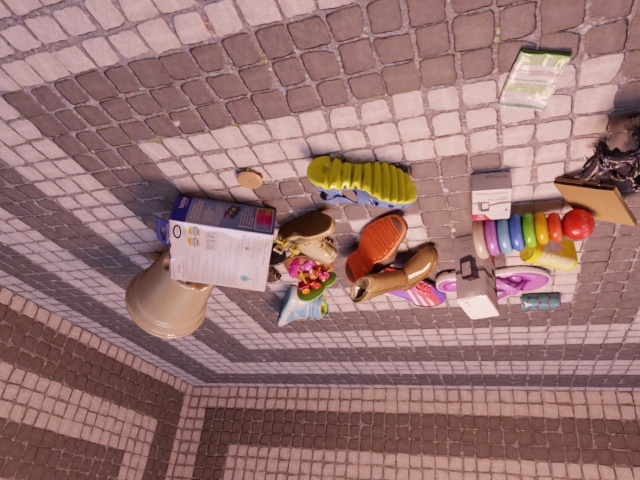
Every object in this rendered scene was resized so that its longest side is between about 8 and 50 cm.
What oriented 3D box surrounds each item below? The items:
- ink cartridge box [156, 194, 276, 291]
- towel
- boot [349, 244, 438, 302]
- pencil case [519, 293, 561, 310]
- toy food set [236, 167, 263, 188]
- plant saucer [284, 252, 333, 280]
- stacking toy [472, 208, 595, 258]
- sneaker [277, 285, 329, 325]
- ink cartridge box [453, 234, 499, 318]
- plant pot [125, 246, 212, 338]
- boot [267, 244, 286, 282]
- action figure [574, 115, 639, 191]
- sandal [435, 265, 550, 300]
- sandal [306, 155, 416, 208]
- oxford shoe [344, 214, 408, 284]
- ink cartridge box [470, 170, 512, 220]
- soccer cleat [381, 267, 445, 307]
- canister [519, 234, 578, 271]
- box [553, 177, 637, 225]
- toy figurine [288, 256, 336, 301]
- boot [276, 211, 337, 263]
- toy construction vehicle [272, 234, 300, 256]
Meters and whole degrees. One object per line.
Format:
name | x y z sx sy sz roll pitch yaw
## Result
ink cartridge box | -0.360 0.007 1.642 0.394 0.151 0.270 7 129 -8
towel | 0.472 -0.351 1.083 0.113 0.023 0.152 5 149 2
boot | 0.261 0.121 1.698 0.269 0.089 0.236 -6 139 -38
pencil case | 0.884 0.249 1.960 0.151 0.065 0.070 -5 131 20
toy food set | -0.215 -0.187 1.495 0.083 0.020 0.082 31 141 -34
plant saucer | -0.047 0.115 1.948 0.199 0.037 0.200 5 150 3
stacking toy | 0.633 -0.032 1.459 0.329 0.141 0.141 -9 146 27
sneaker | -0.079 0.329 2.226 0.208 0.127 0.319 14 149 -10
ink cartridge box | 0.529 0.124 1.654 0.100 0.238 0.172 -13 144 30
plant pot | -0.551 0.165 1.904 0.333 0.334 0.305 22 135 -23
boot | -0.213 0.103 1.932 0.262 0.091 0.229 -3 153 24
action figure | 0.723 -0.202 1.176 0.275 0.141 0.164 6 155 -31
sandal | 0.653 0.184 1.860 0.415 0.102 0.169 -4 148 17
sandal | 0.117 -0.153 1.404 0.316 0.126 0.138 14 153 5
oxford shoe | 0.213 0.023 1.701 0.132 0.130 0.364 -12 155 -33
ink cartridge box | 0.492 -0.126 1.414 0.109 0.063 0.151 -3 148 16
soccer cleat | 0.360 0.180 1.917 0.317 0.109 0.116 15 144 -10
canister | 0.727 0.025 1.562 0.169 0.126 0.073 14 149 -15
box | 0.765 -0.106 1.356 0.201 0.021 0.164 33 172 -37
toy figurine | -0.047 0.125 1.841 0.173 0.130 0.159 -26 131 9
boot | 0.000 0.000 1.683 0.261 0.095 0.203 -16 142 43
toy construction vehicle | -0.119 0.018 1.661 0.098 0.035 0.086 27 145 -16
